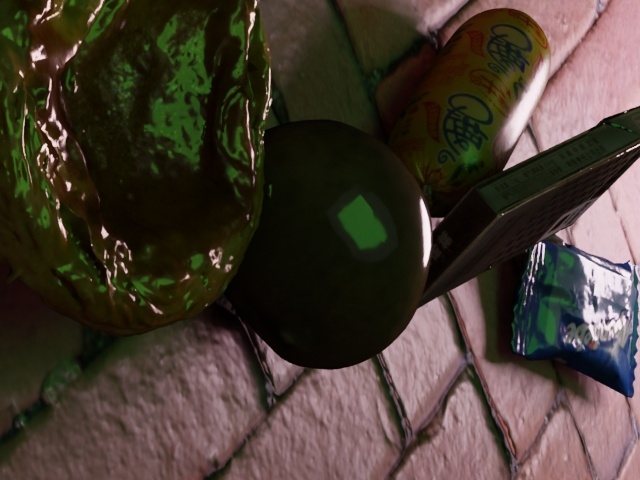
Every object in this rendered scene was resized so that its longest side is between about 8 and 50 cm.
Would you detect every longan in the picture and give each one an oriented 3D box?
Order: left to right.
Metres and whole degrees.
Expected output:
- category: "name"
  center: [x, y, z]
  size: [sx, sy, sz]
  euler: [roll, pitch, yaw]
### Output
- category: "longan"
  center: [0.000, 0.000, 1.326]
  size: [0.220, 0.196, 0.196]
  euler: [57, 40, -22]

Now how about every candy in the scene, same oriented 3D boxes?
- category: "candy"
  center: [0.323, 0.081, 1.904]
  size: [0.331, 0.077, 0.187]
  euler: [19, 73, -50]

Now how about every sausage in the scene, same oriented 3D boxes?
- category: "sausage"
  center: [0.160, -0.140, 1.659]
  size: [0.123, 0.123, 0.347]
  euler: [63, 37, -27]

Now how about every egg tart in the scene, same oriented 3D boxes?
- category: "egg tart"
  center: [-0.169, -0.100, 1.127]
  size: [0.352, 0.150, 0.352]
  euler: [16, 70, -52]

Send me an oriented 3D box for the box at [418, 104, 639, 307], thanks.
- category: "box"
  center: [0.218, -0.036, 1.633]
  size: [0.325, 0.180, 0.047]
  euler: [-26, 71, -45]
